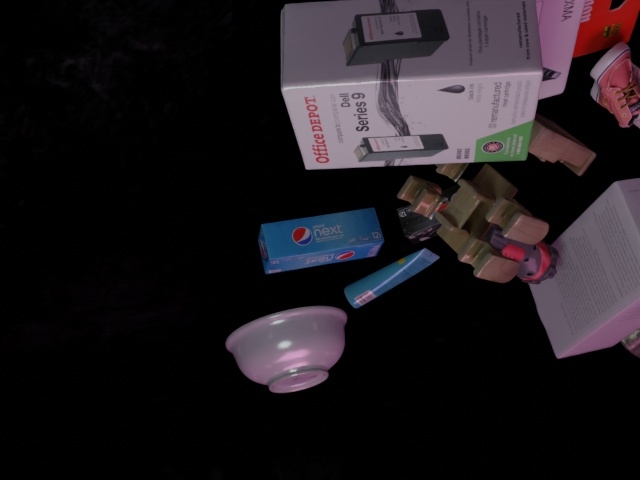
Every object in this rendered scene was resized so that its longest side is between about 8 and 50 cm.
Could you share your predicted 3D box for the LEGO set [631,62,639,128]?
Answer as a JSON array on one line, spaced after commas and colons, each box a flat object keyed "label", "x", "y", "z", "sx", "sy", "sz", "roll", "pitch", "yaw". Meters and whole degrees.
[{"label": "LEGO set", "x": 0.554, "y": -0.178, "z": 1.344, "sx": 0.060, "sy": 0.244, "sz": 0.182, "roll": -44, "pitch": 154, "yaw": -1}]

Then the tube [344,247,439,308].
[{"label": "tube", "x": 0.149, "y": 0.075, "z": 1.891, "sx": 0.207, "sy": 0.052, "sz": 0.080, "roll": -30, "pitch": 158, "yaw": 20}]

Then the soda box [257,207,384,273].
[{"label": "soda box", "x": 0.000, "y": 0.000, "z": 1.587, "sx": 0.210, "sy": 0.071, "sz": 0.067, "roll": -9, "pitch": 157, "yaw": -15}]

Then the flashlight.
[{"label": "flashlight", "x": 0.386, "y": 0.023, "z": 1.844, "sx": 0.103, "sy": 0.103, "sz": 0.304, "roll": -26, "pitch": 156, "yaw": 32}]

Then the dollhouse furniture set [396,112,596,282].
[{"label": "dollhouse furniture set", "x": 0.287, "y": -0.082, "z": 1.407, "sx": 0.161, "sy": 0.212, "sz": 0.242, "roll": 13, "pitch": 118, "yaw": -46}]

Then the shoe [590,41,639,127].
[{"label": "shoe", "x": 0.439, "y": -0.221, "z": 1.298, "sx": 0.063, "sy": 0.081, "sz": 0.178, "roll": -40, "pitch": 163, "yaw": 4}]

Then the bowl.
[{"label": "bowl", "x": -0.066, "y": 0.270, "z": 2.093, "sx": 0.298, "sy": 0.134, "sz": 0.298, "roll": -12, "pitch": 157, "yaw": -5}]

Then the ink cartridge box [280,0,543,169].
[{"label": "ink cartridge box", "x": 0.107, "y": -0.185, "z": 1.081, "sx": 0.289, "sy": 0.121, "sz": 0.211, "roll": -2, "pitch": 157, "yaw": 7}]

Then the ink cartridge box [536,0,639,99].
[{"label": "ink cartridge box", "x": 0.317, "y": -0.280, "z": 1.157, "sx": 0.239, "sy": 0.060, "sz": 0.275, "roll": -14, "pitch": 157, "yaw": 2}]

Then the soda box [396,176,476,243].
[{"label": "soda box", "x": 0.228, "y": -0.054, "z": 1.618, "sx": 0.169, "sy": 0.060, "sz": 0.053, "roll": -23, "pitch": 157, "yaw": 18}]

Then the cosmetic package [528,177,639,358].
[{"label": "cosmetic package", "x": 0.631, "y": 0.067, "z": 1.931, "sx": 0.162, "sy": 0.230, "sz": 0.453, "roll": -8, "pitch": 157, "yaw": -17}]

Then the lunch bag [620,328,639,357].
[{"label": "lunch bag", "x": 0.875, "y": 0.161, "z": 2.348, "sx": 0.256, "sy": 0.212, "sz": 0.305, "roll": -40, "pitch": 151, "yaw": 14}]
